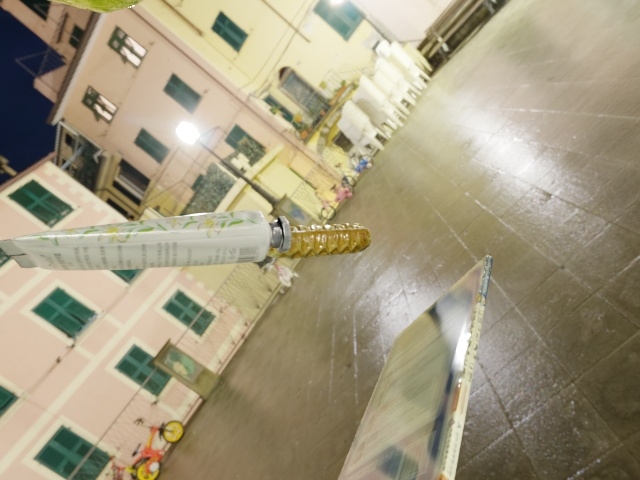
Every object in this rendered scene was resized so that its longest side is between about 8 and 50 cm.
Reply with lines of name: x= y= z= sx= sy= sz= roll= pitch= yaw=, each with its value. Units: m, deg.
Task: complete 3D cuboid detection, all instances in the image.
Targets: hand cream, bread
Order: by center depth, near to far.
hand cream: x=-0.118 y=0.001 z=0.319 sx=0.067 sy=0.195 sz=0.042 roll=147 pitch=117 yaw=-64
bread: x=0.000 y=-0.001 z=1.086 sx=0.368 sy=0.084 sz=0.077 roll=-3 pitch=-64 yaw=-44

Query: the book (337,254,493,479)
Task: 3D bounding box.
book: x=0.106 y=0.172 z=0.487 sx=0.322 sy=0.018 sz=0.228 roll=-51 pitch=-4 yaw=-48

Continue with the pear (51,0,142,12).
pear: x=-0.391 y=-0.572 z=0.644 sx=0.391 sy=0.391 sz=0.391 roll=-50 pitch=9 yaw=10
